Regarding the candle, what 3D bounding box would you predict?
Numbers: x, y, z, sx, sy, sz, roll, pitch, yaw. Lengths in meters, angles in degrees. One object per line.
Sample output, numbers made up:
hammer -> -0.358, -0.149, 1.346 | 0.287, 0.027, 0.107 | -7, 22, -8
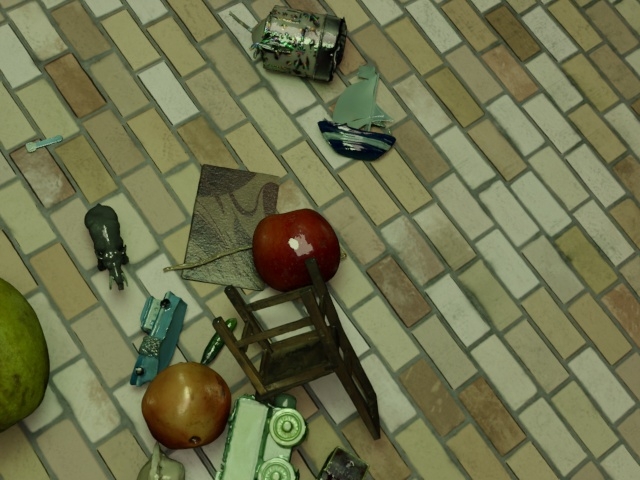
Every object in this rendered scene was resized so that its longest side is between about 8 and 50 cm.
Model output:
candle -> -0.094, -0.557, 1.988 | 0.330, 0.187, 0.187 | 11, 71, -3

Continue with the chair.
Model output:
chair -> -0.046, 0.286, 1.680 | 0.240, 0.203, 0.416 | -20, 110, 8

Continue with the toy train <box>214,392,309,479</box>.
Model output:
toy train -> -0.131, 0.488, 1.668 | 0.188, 0.159, 0.271 | 9, 72, 4

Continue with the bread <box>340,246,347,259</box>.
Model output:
bread -> 0.000, 0.000, 1.906 | 0.068, 0.028, 0.153 | -34, 78, -15

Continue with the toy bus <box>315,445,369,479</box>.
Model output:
toy bus -> 0.000, 0.635, 1.649 | 0.113, 0.139, 0.301 | 31, 63, 2

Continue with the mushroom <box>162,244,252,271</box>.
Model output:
mushroom -> -0.265, 0.043, 1.854 | 0.286, 0.028, 0.026 | -10, 117, -10

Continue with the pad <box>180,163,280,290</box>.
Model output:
pad -> -0.234, -0.038, 1.896 | 0.220, 0.004, 0.330 | 8, 71, -5

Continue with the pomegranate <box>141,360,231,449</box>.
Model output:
pomegranate -> -0.306, 0.385, 1.651 | 0.209, 0.209, 0.209 | 2, 72, -7

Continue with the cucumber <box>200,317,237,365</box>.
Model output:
cucumber -> -0.258, 0.255, 1.782 | 0.037, 0.037, 0.155 | 33, 69, 3

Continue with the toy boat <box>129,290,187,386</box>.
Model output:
toy boat -> -0.406, 0.239, 1.737 | 0.098, 0.109, 0.238 | 8, 67, 16

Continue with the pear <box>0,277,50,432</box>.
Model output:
pear -> -0.775, 0.248, 1.561 | 0.352, 0.352, 0.413 | -34, 76, -17

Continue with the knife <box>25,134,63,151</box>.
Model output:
knife -> -0.728, -0.257, 1.894 | 0.096, 0.010, 0.027 | -21, 76, -16

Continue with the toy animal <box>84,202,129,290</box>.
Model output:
toy animal -> -0.519, 0.028, 1.768 | 0.082, 0.137, 0.269 | -15, 67, -16

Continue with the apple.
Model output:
apple -> -0.061, 0.026, 1.788 | 0.218, 0.218, 0.201 | -13, 88, -12

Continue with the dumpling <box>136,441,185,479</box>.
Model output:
dumpling -> -0.361, 0.558, 1.622 | 0.118, 0.136, 0.199 | -10, 84, -18

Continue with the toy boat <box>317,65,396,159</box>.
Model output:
toy boat -> 0.133, -0.349, 2.018 | 0.210, 0.070, 0.291 | 34, 68, 1
